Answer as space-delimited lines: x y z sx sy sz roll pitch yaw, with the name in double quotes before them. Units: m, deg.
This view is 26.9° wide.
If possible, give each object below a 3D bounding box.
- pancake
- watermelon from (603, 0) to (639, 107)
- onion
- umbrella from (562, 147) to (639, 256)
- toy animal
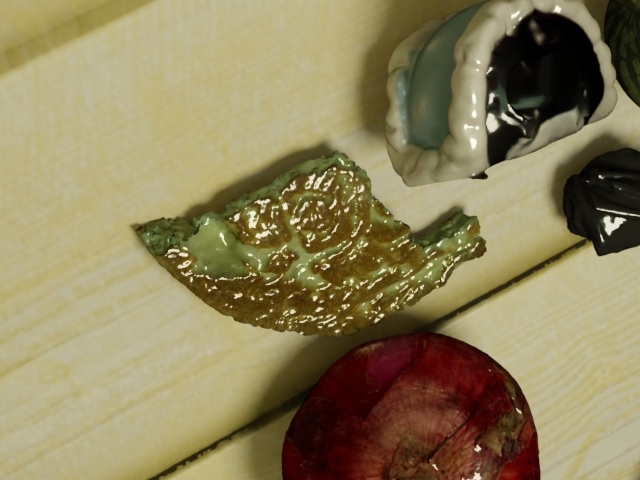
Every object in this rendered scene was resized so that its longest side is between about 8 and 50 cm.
"pancake" -0.002 -0.001 1.359 0.377 0.054 0.197 5 112 -27
"watermelon" 0.389 -0.210 1.336 0.212 0.212 0.212 -9 116 -19
"onion" 0.096 0.230 1.387 0.276 0.276 0.276 -9 116 -19
"umbrella" 0.431 -0.045 1.432 0.340 0.118 0.118 -4 116 4
"toy animal" 0.159 -0.151 1.278 0.208 0.204 0.156 -22 100 -28
